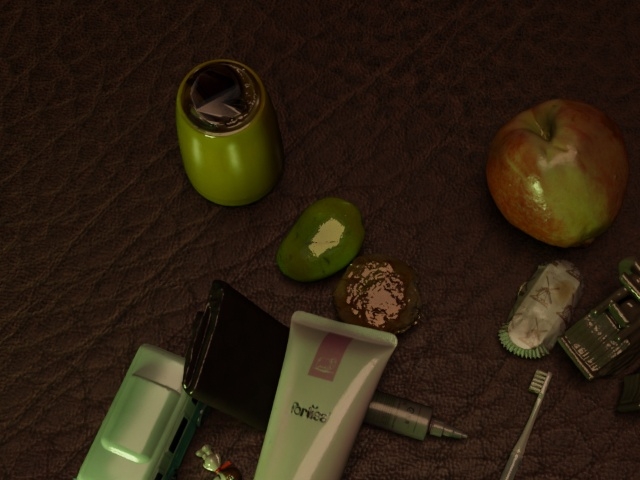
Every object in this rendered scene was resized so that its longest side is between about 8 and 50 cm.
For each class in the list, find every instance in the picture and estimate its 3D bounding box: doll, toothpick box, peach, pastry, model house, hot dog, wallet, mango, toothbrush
[{"bbox_3d":[-0.158,0.361,1.683,0.058,0.040,0.085,-21,72,4],"label":"doll"},{"bbox_3d":[-0.151,-0.180,1.749,0.174,0.271,0.175,0,71,1],"label":"toothpick box"},{"bbox_3d":[0.400,-0.097,1.754,0.232,0.257,0.232,-21,33,15],"label":"peach"},{"bbox_3d":[0.093,0.094,1.750,0.153,0.081,0.153,1,73,-3],"label":"pastry"},{"bbox_3d":[0.497,0.167,1.699,0.188,0.122,0.229,-37,77,-9],"label":"model house"},{"bbox_3d":[0.370,0.109,1.758,0.099,0.053,0.192,30,71,9],"label":"hot dog"},{"bbox_3d":[-0.119,0.186,1.658,0.049,0.229,0.182,0,65,35],"label":"wallet"},{"bbox_3d":[0.006,0.003,1.786,0.117,0.089,0.163,35,87,8],"label":"mango"},{"bbox_3d":[0.297,0.359,1.683,0.030,0.025,0.342,20,72,15],"label":"toothbrush"}]

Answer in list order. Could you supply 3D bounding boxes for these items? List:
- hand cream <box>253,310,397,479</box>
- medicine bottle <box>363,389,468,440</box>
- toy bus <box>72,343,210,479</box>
[{"bbox_3d":[-0.013,0.294,1.642,0.185,0.118,0.359,11,76,26],"label":"hand cream"},{"bbox_3d":[0.138,0.283,1.695,0.199,0.058,0.058,17,72,7],"label":"medicine bottle"},{"bbox_3d":[-0.272,0.301,1.637,0.133,0.165,0.271,21,72,8],"label":"toy bus"}]
